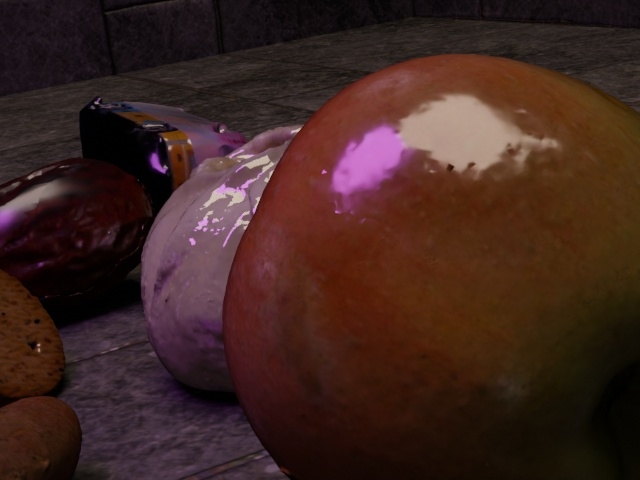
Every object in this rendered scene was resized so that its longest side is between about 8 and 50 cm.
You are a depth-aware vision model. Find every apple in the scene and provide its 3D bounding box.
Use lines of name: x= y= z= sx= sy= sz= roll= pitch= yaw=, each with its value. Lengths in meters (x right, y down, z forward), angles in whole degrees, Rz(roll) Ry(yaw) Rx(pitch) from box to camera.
apple: x=0.118 y=0.057 z=0.816 sx=0.338 sy=0.338 sz=0.305 roll=-21 pitch=41 yaw=-41

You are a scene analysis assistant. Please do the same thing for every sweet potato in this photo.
sweet potato: x=-0.284 y=0.200 z=0.855 sx=0.109 sy=0.109 sz=0.385 roll=2 pitch=19 yaw=28

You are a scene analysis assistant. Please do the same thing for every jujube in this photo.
jujube: x=-0.310 y=-0.005 z=1.430 sx=0.243 sy=0.183 sz=0.183 roll=-17 pitch=19 yaw=-34

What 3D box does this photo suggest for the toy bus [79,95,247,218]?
toy bus: x=-0.214 y=-0.106 z=1.750 sx=0.162 sy=0.171 sz=0.386 roll=-10 pitch=17 yaw=-22

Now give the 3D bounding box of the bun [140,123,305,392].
bun: x=0.000 y=0.000 z=1.209 sx=0.365 sy=0.219 sz=0.365 roll=-5 pitch=20 yaw=2

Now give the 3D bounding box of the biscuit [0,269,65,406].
biscuit: x=-0.325 y=0.085 z=1.182 sx=0.027 sy=0.188 sz=0.188 roll=-46 pitch=3 yaw=22
